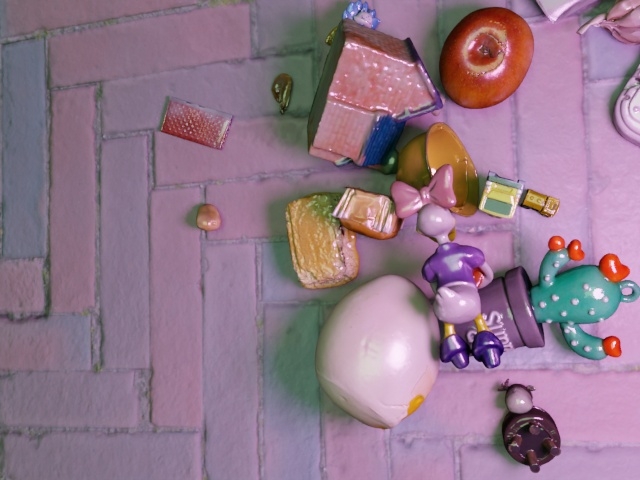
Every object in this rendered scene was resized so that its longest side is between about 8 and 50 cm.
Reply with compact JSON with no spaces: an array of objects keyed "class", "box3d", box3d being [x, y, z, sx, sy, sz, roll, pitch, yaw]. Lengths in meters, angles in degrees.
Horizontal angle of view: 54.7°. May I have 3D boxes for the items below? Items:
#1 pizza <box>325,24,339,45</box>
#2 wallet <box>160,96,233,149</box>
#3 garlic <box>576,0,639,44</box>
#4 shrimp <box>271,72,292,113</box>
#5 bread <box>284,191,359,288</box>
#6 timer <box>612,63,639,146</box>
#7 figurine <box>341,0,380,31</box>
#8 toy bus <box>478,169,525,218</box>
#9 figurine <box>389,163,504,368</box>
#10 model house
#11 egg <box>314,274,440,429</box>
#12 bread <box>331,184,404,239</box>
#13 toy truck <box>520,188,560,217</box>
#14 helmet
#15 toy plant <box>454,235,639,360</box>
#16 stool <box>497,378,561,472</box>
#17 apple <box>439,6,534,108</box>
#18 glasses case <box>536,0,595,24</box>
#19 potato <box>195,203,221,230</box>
[{"class":"pizza","box3d":[0.058,-0.526,1.606,0.083,0.025,0.078,-40,76,9]},{"class":"wallet","box3d":[-0.342,-0.322,1.702,0.196,0.020,0.103,18,91,14]},{"class":"garlic","box3d":[0.681,-0.495,1.388,0.194,0.131,0.127,-14,81,4]},{"class":"shrimp","box3d":[-0.107,-0.391,1.645,0.059,0.023,0.108,12,91,24]},{"class":"bread","box3d":[0.000,0.000,1.548,0.174,0.121,0.245,-13,88,23]},{"class":"timer","box3d":[0.804,-0.315,1.373,0.237,0.087,0.262,33,95,14]},{"class":"figurine","box3d":[0.105,-0.562,1.569,0.114,0.079,0.114,0,89,-19]},{"class":"toy bus","box3d":[0.414,-0.101,1.422,0.088,0.175,0.101,17,99,15]},{"class":"figurine","box3d":[0.266,0.065,1.295,0.154,0.193,0.421,-18,74,27]},{"class":"model house","box3d":[0.139,-0.329,1.492,0.280,0.245,0.312,14,120,-11]},{"class":"egg","box3d":[0.136,0.248,1.423,0.283,0.283,0.345,18,81,14]},{"class":"bread","box3d":[0.125,-0.064,1.454,0.136,0.241,0.107,18,96,15]},{"class":"toy truck","box3d":[0.519,-0.088,1.452,0.083,0.054,0.049,23,93,14]},{"class":"helmet","box3d":[0.256,-0.152,1.453,0.140,0.257,0.205,-9,59,36]},{"class":"toy plant","box3d":[0.493,0.151,1.375,0.400,0.185,0.279,-19,79,21]},{"class":"stool","box3d":[0.472,0.423,1.410,0.125,0.121,0.217,-16,89,15]},{"class":"apple","box3d":[0.384,-0.427,1.442,0.210,0.173,0.235,12,91,15]},{"class":"glasses case","box3d":[0.642,-0.614,1.434,0.308,0.083,0.128,-23,88,12]},{"class":"potato","box3d":[-0.302,-0.061,1.659,0.062,0.068,0.083,-33,59,50]}]
